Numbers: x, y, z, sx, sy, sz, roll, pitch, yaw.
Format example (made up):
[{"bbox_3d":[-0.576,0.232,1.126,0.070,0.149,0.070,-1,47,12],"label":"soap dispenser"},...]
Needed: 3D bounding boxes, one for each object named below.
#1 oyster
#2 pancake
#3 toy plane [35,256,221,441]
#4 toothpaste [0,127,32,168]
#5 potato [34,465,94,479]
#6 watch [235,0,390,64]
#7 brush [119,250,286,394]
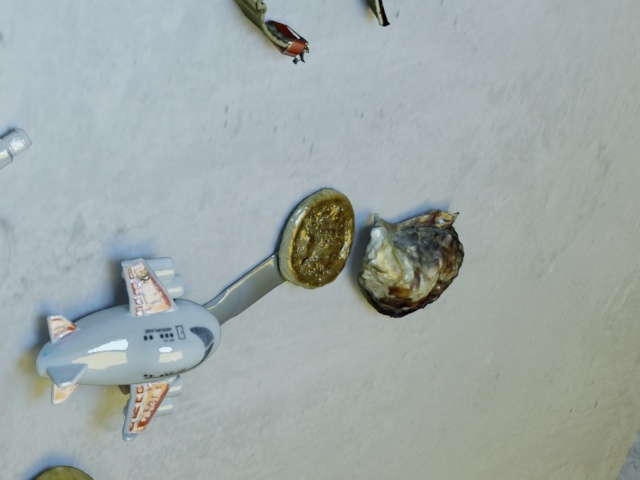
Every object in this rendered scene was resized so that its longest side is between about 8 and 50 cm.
[{"bbox_3d":[0.154,0.046,1.800,0.271,0.100,0.275,-39,140,-40],"label":"oyster"},{"bbox_3d":[0.000,0.000,1.637,0.158,0.028,0.158,-22,123,-39],"label":"pancake"},{"bbox_3d":[-0.241,0.137,1.424,0.252,0.118,0.252,-14,115,-31],"label":"toy plane"},{"bbox_3d":[-0.395,-0.062,1.187,0.190,0.031,0.048,-35,143,-16],"label":"toothpaste"},{"bbox_3d":[-0.353,0.380,1.560,0.107,0.080,0.170,-46,147,-20],"label":"potato"},{"bbox_3d":[-0.009,-0.300,1.352,0.165,0.102,0.268,-41,152,-2],"label":"watch"},{"bbox_3d":[-0.149,0.116,1.582,0.321,0.050,0.060,-37,137,-20],"label":"brush"}]
